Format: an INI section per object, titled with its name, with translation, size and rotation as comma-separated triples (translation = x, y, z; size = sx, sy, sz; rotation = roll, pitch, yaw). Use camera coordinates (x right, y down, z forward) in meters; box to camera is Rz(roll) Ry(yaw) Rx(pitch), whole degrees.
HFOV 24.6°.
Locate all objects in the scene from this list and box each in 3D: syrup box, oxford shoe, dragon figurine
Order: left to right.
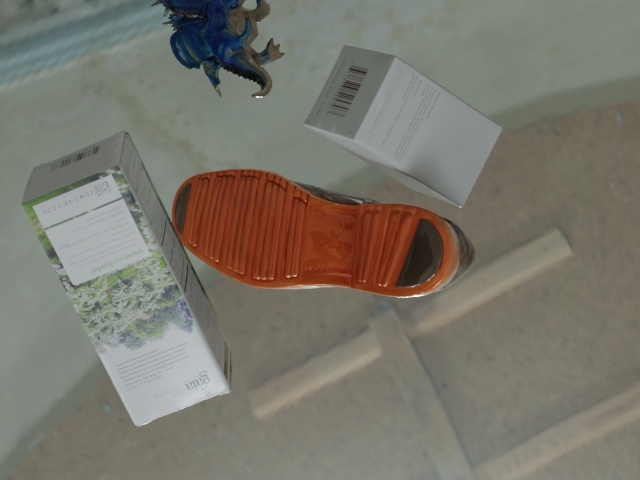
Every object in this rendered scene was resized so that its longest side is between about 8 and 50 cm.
[syrup box]
translation = -0.166, 0.036, 1.296
size = 0.093, 0.237, 0.096
rotation = -22, -158, 6
[dragon figurine]
translation = -0.132, -0.245, 1.874
size = 0.144, 0.085, 0.289
rotation = -29, -128, 18
[oxford shoe]
translation = 0.000, 0.000, 1.665
size = 0.364, 0.133, 0.130
rotation = 14, -86, 26

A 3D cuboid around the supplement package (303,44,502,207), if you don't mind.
[supplement package]
translation = 0.093, -0.126, 1.626
size = 0.105, 0.179, 0.105
rotation = 22, -96, 54
